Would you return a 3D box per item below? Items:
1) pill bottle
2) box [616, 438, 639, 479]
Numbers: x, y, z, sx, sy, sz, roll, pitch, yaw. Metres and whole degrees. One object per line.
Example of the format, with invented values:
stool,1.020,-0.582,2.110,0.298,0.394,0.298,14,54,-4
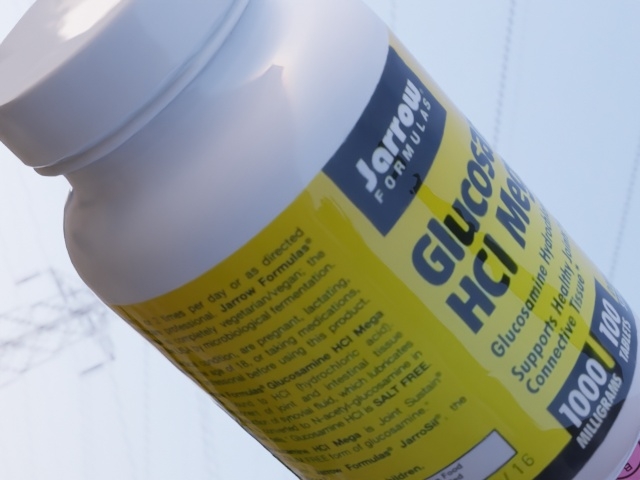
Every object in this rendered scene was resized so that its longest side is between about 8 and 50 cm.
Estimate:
pill bottle,0.000,0.000,0.722,0.334,0.188,0.188,45,-14,-25
box,0.203,0.264,1.015,0.243,0.213,0.117,53,5,15
